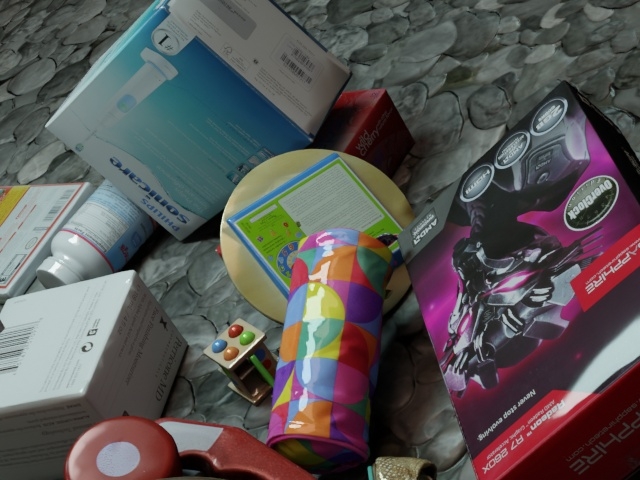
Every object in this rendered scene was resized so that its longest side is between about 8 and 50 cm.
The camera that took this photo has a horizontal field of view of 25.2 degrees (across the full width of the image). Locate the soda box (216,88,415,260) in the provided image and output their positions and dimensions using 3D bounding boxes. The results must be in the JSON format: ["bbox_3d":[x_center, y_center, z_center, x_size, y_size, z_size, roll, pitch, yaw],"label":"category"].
[{"bbox_3d":[-0.001,-0.052,1.585,0.092,0.083,0.263,2,47,40],"label":"soda box"}]

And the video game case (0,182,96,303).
[{"bbox_3d":[-0.454,0.002,1.934,0.285,0.025,0.204,0,46,38],"label":"video game case"}]

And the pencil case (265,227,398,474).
[{"bbox_3d":[0.015,0.100,1.330,0.104,0.104,0.236,-9,54,31],"label":"pencil case"}]

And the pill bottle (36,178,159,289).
[{"bbox_3d":[-0.267,0.000,1.729,0.087,0.087,0.160,9,52,45],"label":"pill bottle"}]

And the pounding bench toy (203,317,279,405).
[{"bbox_3d":[-0.067,0.124,1.430,0.052,0.065,0.083,-43,36,-16],"label":"pounding bench toy"}]

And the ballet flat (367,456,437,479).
[{"bbox_3d":[0.080,0.250,1.155,0.067,0.073,0.206,-12,40,4],"label":"ballet flat"}]

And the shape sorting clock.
[{"bbox_3d":[0.000,0.000,1.465,0.206,0.040,0.206,3,62,-5],"label":"shape sorting clock"}]

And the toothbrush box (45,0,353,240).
[{"bbox_3d":[-0.143,-0.157,1.624,0.295,0.216,0.126,-35,20,47],"label":"toothbrush box"}]

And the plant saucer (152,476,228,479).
[{"bbox_3d":[-0.100,0.324,1.045,0.310,0.050,0.310,0,71,-1],"label":"plant saucer"}]

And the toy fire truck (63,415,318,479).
[{"bbox_3d":[-0.099,0.289,1.194,0.254,0.169,0.302,8,46,12],"label":"toy fire truck"}]

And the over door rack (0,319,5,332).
[{"bbox_3d":[-0.412,0.218,1.422,0.324,0.239,0.108,-14,24,26],"label":"over door rack"}]

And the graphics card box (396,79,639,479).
[{"bbox_3d":[0.205,0.045,1.233,0.233,0.094,0.371,-44,29,20],"label":"graphics card box"}]

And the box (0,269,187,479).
[{"bbox_3d":[-0.263,0.147,1.511,0.182,0.119,0.181,-13,38,26],"label":"box"}]
